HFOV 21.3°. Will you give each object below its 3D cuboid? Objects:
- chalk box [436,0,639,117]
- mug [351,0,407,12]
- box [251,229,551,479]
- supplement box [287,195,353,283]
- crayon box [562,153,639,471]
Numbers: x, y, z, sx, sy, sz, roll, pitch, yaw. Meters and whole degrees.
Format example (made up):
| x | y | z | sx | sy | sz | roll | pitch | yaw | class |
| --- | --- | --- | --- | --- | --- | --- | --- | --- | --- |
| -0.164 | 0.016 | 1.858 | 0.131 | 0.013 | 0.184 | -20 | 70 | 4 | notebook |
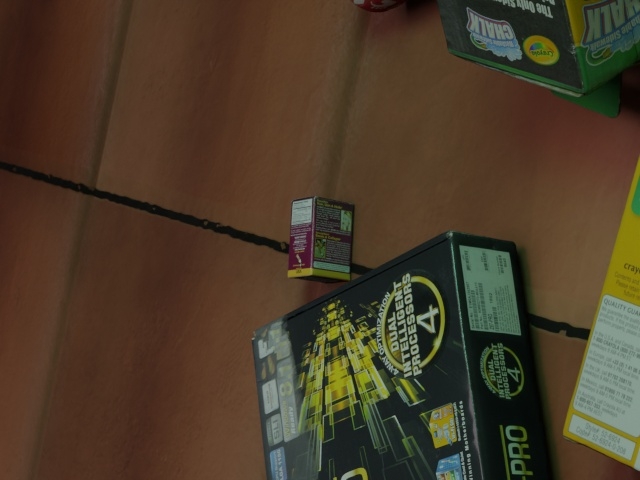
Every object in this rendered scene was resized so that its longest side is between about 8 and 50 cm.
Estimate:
| x | y | z | sx | sy | sz | roll | pitch | yaw | class |
| --- | --- | --- | --- | --- | --- | --- | --- | --- | --- |
| 0.207 | -0.243 | 1.414 | 0.180 | 0.179 | 0.289 | 28 | 144 | 49 | chalk box |
| 0.107 | -0.303 | 1.683 | 0.169 | 0.150 | 0.113 | -24 | 100 | 52 | mug |
| 0.077 | 0.227 | 1.592 | 0.318 | 0.097 | 0.394 | -29 | 60 | 49 | box |
| 0.000 | 0.000 | 1.772 | 0.043 | 0.055 | 0.083 | -8 | 76 | 51 | supplement box |
| 0.324 | 0.035 | 1.325 | 0.203 | 0.083 | 0.322 | 23 | 101 | 52 | crayon box |
